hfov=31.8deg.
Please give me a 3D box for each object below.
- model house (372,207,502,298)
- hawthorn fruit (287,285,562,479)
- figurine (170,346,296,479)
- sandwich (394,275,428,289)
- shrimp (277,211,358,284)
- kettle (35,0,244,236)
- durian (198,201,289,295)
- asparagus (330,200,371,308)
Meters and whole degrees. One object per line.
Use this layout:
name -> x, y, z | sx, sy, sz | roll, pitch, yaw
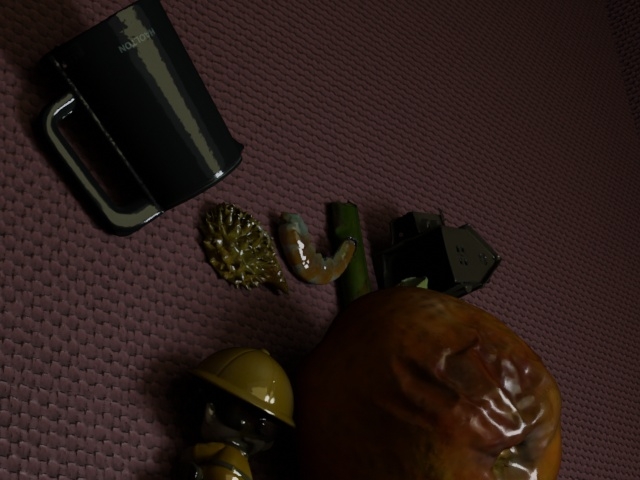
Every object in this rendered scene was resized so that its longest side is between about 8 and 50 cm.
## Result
model house -> 0.261, 0.042, 2.343 | 0.243, 0.211, 0.204 | 8, 66, -46
hawthorn fruit -> 0.182, 0.294, 1.849 | 0.472, 0.472, 0.472 | 31, 47, -40
figurine -> -0.128, 0.285, 1.718 | 0.192, 0.167, 0.257 | 49, 38, -46
sandwich -> 0.141, 0.213, 2.165 | 0.245, 0.063, 0.212 | -37, 125, -47
shrimp -> 0.000, 0.000, 2.127 | 0.166, 0.049, 0.161 | -27, 98, -35
kettle -> -0.285, -0.200, 1.770 | 0.308, 0.203, 0.262 | 60, 32, -15
durian -> -0.112, 0.024, 1.969 | 0.224, 0.078, 0.140 | 41, 42, -31
asparagus -> 0.062, 0.038, 2.214 | 0.067, 0.060, 0.278 | 24, 52, -54
